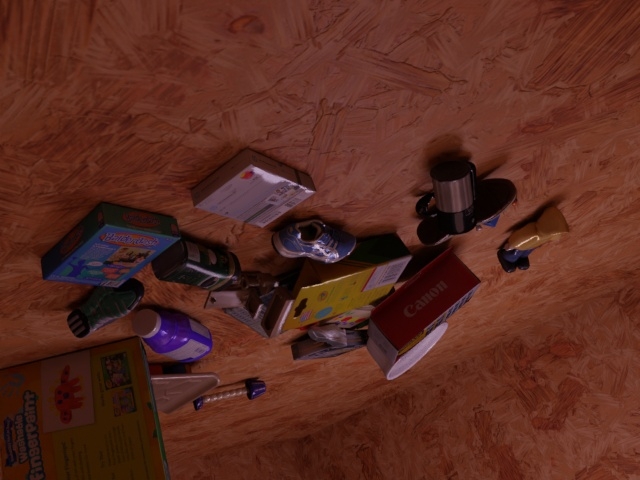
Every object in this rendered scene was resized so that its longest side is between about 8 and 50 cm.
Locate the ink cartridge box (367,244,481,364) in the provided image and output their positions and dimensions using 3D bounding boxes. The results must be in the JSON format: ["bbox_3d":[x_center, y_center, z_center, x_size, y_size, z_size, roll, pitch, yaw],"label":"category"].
[{"bbox_3d":[0.289,0.185,1.768,0.309,0.130,0.272,-38,162,-11],"label":"ink cartridge box"}]

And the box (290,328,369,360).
[{"bbox_3d":[0.041,0.358,2.147,0.183,0.056,0.231,-27,159,34],"label":"box"}]

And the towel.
[{"bbox_3d":[-0.074,0.160,1.704,0.312,0.056,0.324,-25,154,5],"label":"towel"}]

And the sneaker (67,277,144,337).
[{"bbox_3d":[-0.447,0.132,1.353,0.223,0.083,0.098,-28,178,26],"label":"sneaker"}]

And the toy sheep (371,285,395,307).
[{"bbox_3d":[0.177,0.160,1.831,0.091,0.091,0.132,-15,150,-9],"label":"toy sheep"}]

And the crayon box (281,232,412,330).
[{"bbox_3d":[0.049,0.102,1.536,0.318,0.081,0.202,-14,148,-30],"label":"crayon box"}]

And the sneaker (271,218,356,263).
[{"bbox_3d":[0.000,0.000,1.361,0.211,0.080,0.081,0,153,-38],"label":"sneaker"}]

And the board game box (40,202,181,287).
[{"bbox_3d":[-0.386,0.015,1.151,0.210,0.047,0.160,-33,152,30],"label":"board game box"}]

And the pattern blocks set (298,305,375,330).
[{"bbox_3d":[0.091,0.239,2.001,0.285,0.026,0.324,-27,155,22],"label":"pattern blocks set"}]

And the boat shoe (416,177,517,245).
[{"bbox_3d":[0.348,-0.072,1.470,0.257,0.095,0.095,-28,169,33],"label":"boat shoe"}]

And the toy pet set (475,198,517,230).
[{"bbox_3d":[0.436,-0.061,1.567,0.122,0.065,0.114,-30,154,23],"label":"toy pet set"}]

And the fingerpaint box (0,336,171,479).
[{"bbox_3d":[-0.593,0.516,1.580,0.370,0.445,0.163,-13,156,-14],"label":"fingerpaint box"}]

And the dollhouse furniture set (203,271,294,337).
[{"bbox_3d":[-0.168,0.145,1.447,0.123,0.151,0.144,2,124,-38],"label":"dollhouse furniture set"}]

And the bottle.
[{"bbox_3d":[-0.375,0.237,1.578,0.118,0.092,0.283,-23,156,7],"label":"bottle"}]

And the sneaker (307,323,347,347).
[{"bbox_3d":[0.020,0.290,1.971,0.152,0.061,0.053,26,144,-33],"label":"sneaker"}]

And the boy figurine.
[{"bbox_3d":[0.625,-0.006,1.797,0.177,0.092,0.285,-7,157,-18],"label":"boy figurine"}]

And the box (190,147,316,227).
[{"bbox_3d":[-0.119,-0.089,1.136,0.145,0.038,0.186,-32,154,27],"label":"box"}]

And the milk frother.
[{"bbox_3d":[0.257,-0.101,1.326,0.143,0.129,0.135,2,126,25],"label":"milk frother"}]

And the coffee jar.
[{"bbox_3d":[-0.250,0.051,1.287,0.096,0.079,0.184,-32,152,21],"label":"coffee jar"}]

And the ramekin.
[{"bbox_3d":[0.285,0.326,2.109,0.277,0.135,0.277,-34,156,-18],"label":"ramekin"}]

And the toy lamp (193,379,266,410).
[{"bbox_3d":[-0.340,0.579,2.355,0.274,0.080,0.080,-7,154,-23],"label":"toy lamp"}]

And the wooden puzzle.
[{"bbox_3d":[-0.546,0.467,1.976,0.322,0.081,0.347,-35,147,32],"label":"wooden puzzle"}]
